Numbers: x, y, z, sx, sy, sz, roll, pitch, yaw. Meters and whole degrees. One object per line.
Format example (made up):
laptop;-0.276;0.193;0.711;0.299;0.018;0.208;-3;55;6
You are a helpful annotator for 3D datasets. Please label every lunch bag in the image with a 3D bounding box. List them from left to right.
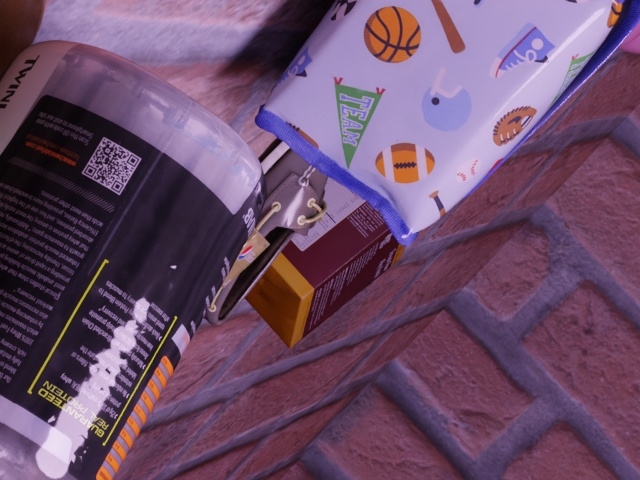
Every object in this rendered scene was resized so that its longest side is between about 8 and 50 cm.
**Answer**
lunch bag;0.145;-0.202;1.734;0.328;0.239;0.385;-47;-177;16

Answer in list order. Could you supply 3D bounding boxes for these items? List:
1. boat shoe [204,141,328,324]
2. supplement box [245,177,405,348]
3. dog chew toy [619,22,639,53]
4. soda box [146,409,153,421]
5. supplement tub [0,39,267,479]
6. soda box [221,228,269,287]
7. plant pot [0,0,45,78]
boat shoe;-0.047;-0.034;1.981;0.305;0.091;0.109;-45;167;12
supplement box;0.000;0.000;2.153;0.194;0.129;0.191;-38;167;-18
dog chew toy;0.423;-0.330;2.241;0.331;0.207;0.207;-21;156;-39
soda box;-0.249;0.158;1.997;0.098;0.091;0.286;-40;167;-20
supplement tub;-0.196;0.053;1.191;0.338;0.207;0.207;-61;173;-17
soda box;-0.127;-0.046;1.492;0.058;0.181;0.061;-43;168;-1
plant pot;-0.282;-0.110;1.154;0.236;0.032;0.236;-40;166;-12
